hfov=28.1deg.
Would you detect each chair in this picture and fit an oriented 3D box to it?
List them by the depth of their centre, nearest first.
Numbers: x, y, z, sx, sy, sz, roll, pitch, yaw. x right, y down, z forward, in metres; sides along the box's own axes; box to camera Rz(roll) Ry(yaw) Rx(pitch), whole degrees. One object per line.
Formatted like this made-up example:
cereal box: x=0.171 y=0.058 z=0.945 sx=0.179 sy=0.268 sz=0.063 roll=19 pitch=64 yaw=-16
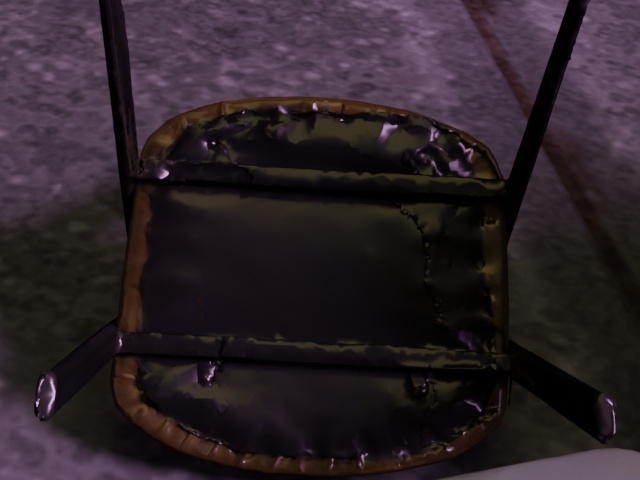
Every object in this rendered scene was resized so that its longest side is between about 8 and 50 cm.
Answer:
chair: x=0.000 y=0.000 z=0.477 sx=0.159 sy=0.247 sz=0.172 roll=3 pitch=75 yaw=-2

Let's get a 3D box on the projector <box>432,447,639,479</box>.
projector: x=0.000 y=0.168 z=0.284 sx=0.257 sy=0.079 sz=0.259 roll=-10 pitch=30 yaw=-4
